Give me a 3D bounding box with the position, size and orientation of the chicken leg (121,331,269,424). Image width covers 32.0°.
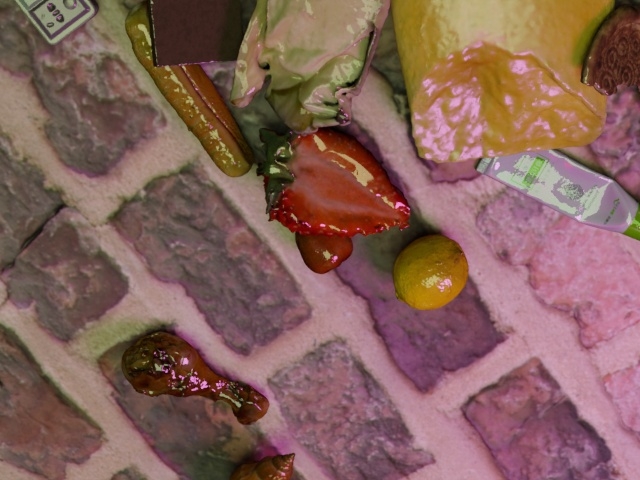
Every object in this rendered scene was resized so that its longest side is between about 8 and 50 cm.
[{"bbox_3d":[-0.199,0.226,1.796,0.251,0.087,0.107,26,133,-17],"label":"chicken leg"}]

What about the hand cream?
[{"bbox_3d":[0.372,-0.081,1.660,0.275,0.050,0.079,26,85,-5],"label":"hand cream"}]

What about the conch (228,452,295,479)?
[{"bbox_3d":[-0.126,0.444,1.888,0.109,0.093,0.330,18,135,-25],"label":"conch"}]

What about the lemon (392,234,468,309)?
[{"bbox_3d":[0.164,0.049,1.684,0.133,0.109,0.109,-38,108,26],"label":"lemon"}]

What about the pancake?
[{"bbox_3d":[0.420,-0.234,1.535,0.190,0.020,0.184,-30,124,-31],"label":"pancake"}]

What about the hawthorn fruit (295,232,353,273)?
[{"bbox_3d":[0.000,0.000,1.684,0.081,0.081,0.093,-33,98,15],"label":"hawthorn fruit"}]

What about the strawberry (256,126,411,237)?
[{"bbox_3d":[0.018,-0.086,1.637,0.228,0.098,0.174,6,81,-21],"label":"strawberry"}]

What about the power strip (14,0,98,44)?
[{"bbox_3d":[-0.381,-0.396,1.539,0.145,0.061,0.216,-34,109,8],"label":"power strip"}]

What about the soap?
[{"bbox_3d":[0.251,-0.310,1.515,0.306,0.115,0.427,-7,110,5],"label":"soap"}]

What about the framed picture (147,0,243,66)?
[{"bbox_3d":[-0.174,-0.328,1.529,0.128,0.023,0.169,-9,103,-21],"label":"framed picture"}]

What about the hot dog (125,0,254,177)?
[{"bbox_3d":[-0.188,-0.210,1.596,0.061,0.088,0.286,-26,107,20],"label":"hot dog"}]

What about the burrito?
[{"bbox_3d":[-0.003,-0.315,1.514,0.190,0.135,0.332,17,116,3],"label":"burrito"}]
